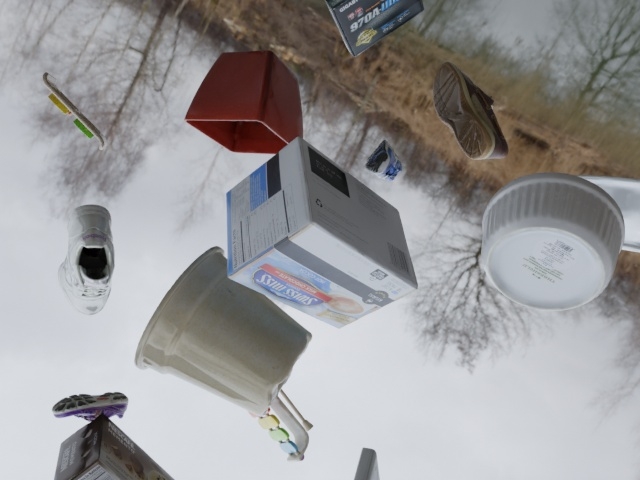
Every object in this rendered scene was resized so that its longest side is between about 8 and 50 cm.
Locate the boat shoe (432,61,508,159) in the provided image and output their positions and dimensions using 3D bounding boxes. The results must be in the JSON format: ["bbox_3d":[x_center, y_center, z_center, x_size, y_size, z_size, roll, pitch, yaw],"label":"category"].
[{"bbox_3d":[0.420,-0.357,1.590,0.123,0.123,0.342,1,-129,-27],"label":"boat shoe"}]

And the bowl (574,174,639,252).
[{"bbox_3d":[0.659,-0.048,1.234,0.297,0.134,0.298,10,-177,-1],"label":"bowl"}]

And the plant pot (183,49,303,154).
[{"bbox_3d":[-0.201,-0.413,1.707,0.267,0.236,0.267,7,171,26],"label":"plant pot"}]

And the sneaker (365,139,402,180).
[{"bbox_3d":[0.157,-0.184,1.350,0.081,0.080,0.211,39,-164,-2],"label":"sneaker"}]

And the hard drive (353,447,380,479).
[{"bbox_3d":[0.100,0.767,1.510,0.047,0.233,0.353,2,-149,17],"label":"hard drive"}]

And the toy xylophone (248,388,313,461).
[{"bbox_3d":[-0.146,0.546,1.800,0.323,0.236,0.081,46,-121,9],"label":"toy xylophone"}]

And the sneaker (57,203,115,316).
[{"bbox_3d":[-0.513,0.074,1.256,0.114,0.305,0.152,-3,-138,-25],"label":"sneaker"}]

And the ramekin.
[{"bbox_3d":[0.343,0.011,0.869,0.207,0.207,0.109,29,-133,4],"label":"ramekin"}]

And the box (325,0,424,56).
[{"bbox_3d":[0.139,-0.587,1.431,0.051,0.220,0.175,61,-173,31],"label":"box"}]

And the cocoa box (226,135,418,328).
[{"bbox_3d":[0.000,0.000,1.209,0.347,0.228,0.232,31,-142,-40],"label":"cocoa box"}]

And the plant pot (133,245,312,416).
[{"bbox_3d":[-0.201,0.233,1.331,0.305,0.334,0.334,32,-167,6],"label":"plant pot"}]

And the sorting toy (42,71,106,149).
[{"bbox_3d":[-0.610,-0.313,1.425,0.208,0.038,0.193,53,172,-20],"label":"sorting toy"}]

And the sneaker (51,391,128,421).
[{"bbox_3d":[-0.514,0.386,1.290,0.169,0.071,0.068,9,180,-42],"label":"sneaker"}]

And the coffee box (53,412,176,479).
[{"bbox_3d":[-0.429,0.547,1.255,0.297,0.118,0.168,55,176,-23],"label":"coffee box"}]
